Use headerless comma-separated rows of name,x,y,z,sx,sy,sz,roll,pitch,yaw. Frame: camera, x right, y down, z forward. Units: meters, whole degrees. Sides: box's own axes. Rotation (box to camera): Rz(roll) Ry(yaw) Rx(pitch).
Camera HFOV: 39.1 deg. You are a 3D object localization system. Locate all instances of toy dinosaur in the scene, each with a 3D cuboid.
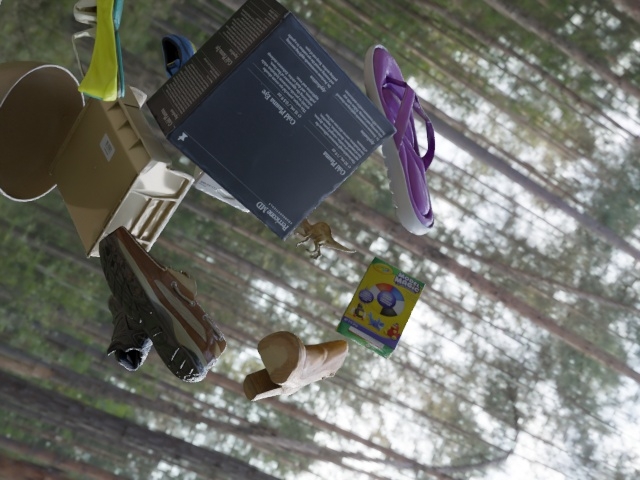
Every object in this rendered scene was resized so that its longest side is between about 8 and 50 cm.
toy dinosaur,0.000,0.000,2.288,0.092,0.183,0.053,-55,176,-13

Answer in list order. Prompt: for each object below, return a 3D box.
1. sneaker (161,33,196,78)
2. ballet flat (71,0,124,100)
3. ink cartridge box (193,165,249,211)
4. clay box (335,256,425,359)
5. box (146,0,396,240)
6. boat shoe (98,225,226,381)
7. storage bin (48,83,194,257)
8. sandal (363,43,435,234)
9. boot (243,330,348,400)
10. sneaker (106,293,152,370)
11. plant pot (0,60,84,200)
sneaker,-0.271,-0.310,1.797,0.069,0.082,0.209,-20,-96,23
ballet flat,-0.333,-0.320,1.355,0.077,0.077,0.231,130,-41,-72
ink cartridge box,-0.244,-0.247,2.638,0.114,0.197,0.273,-40,-147,44
clay box,0.134,0.130,1.912,0.222,0.127,0.053,-60,178,-37
box,-0.093,-0.235,1.717,0.312,0.343,0.179,-44,-144,4
boat shoe,-0.295,0.112,1.711,0.120,0.324,0.122,-39,-167,-37
storage bin,-0.397,-0.136,1.783,0.260,0.123,0.262,-52,-128,26
sandal,0.191,-0.218,1.871,0.102,0.169,0.416,-17,-102,27
boot,-0.028,0.238,1.869,0.104,0.211,0.295,63,-32,18
sneaker,-0.402,0.185,1.853,0.227,0.087,0.130,17,-99,58
plant pot,-0.645,-0.244,1.837,0.284,0.191,0.284,-54,156,-38
